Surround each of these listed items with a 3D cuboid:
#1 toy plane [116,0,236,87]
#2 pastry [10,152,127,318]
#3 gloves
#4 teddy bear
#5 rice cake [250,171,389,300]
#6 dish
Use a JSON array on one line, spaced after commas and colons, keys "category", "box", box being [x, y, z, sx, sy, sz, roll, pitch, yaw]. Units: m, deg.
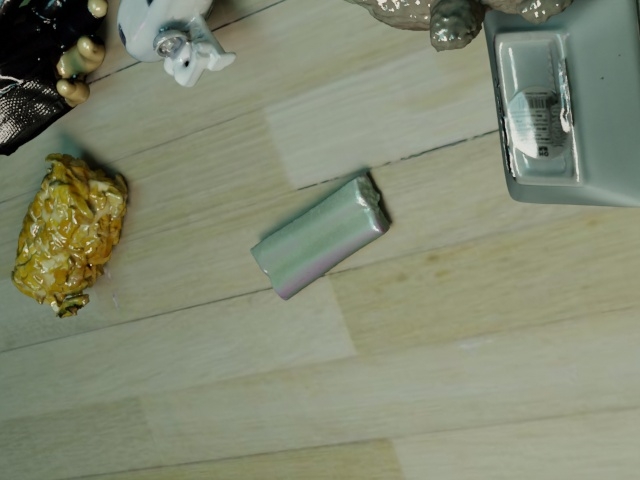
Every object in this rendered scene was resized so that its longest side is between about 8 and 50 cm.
[{"category": "toy plane", "box": [-0.162, -0.302, 1.828, 0.245, 0.117, 0.244, 13, 107, 52]}, {"category": "pastry", "box": [-0.346, 0.005, 2.130, 0.154, 0.102, 0.250, 39, 128, 21]}, {"category": "gloves", "box": [-0.370, -0.254, 2.003, 0.301, 0.152, 0.197, -30, 114, 34]}, {"category": "teddy bear", "box": [0.151, -0.290, 1.518, 0.267, 0.151, 0.236, -4, 67, 48]}, {"category": "rice cake", "box": [0.000, -0.001, 1.865, 0.222, 0.042, 0.080, -34, 84, 44]}, {"category": "dish", "box": [0.235, -0.141, 1.568, 0.182, 0.080, 0.243, 3, 112, 40]}]
